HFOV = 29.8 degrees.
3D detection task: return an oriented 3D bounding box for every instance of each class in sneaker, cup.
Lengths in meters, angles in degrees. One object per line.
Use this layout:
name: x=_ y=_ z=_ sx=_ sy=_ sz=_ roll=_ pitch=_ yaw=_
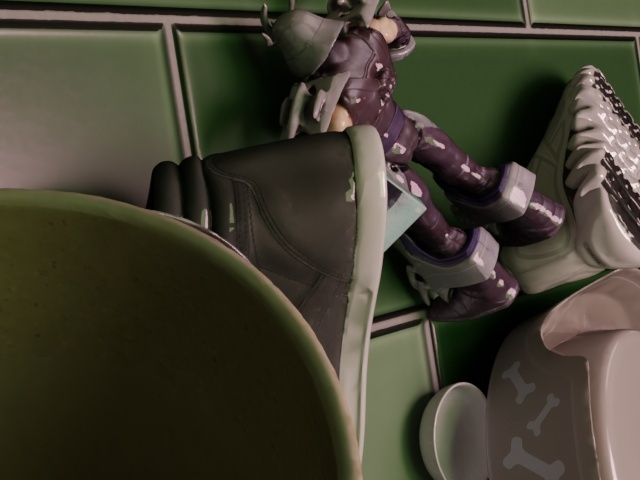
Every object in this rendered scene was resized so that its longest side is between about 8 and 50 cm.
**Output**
sneaker: x=-0.047 y=0.070 z=0.712 sx=0.104 sy=0.146 sz=0.296 roll=-104 pitch=-164 yaw=-62
sneaker: x=0.212 y=-0.056 z=1.022 sx=0.110 sy=0.118 sz=0.292 roll=50 pitch=29 yaw=-15
cup: x=-0.136 y=0.175 z=0.452 sx=0.331 sy=0.331 sz=0.237 roll=-56 pitch=149 yaw=-38

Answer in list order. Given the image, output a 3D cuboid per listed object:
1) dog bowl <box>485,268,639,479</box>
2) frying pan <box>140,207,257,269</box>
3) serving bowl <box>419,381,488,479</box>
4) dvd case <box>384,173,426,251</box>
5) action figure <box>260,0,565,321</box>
dog bowl: x=0.251 y=0.201 z=0.974 sx=0.348 sy=0.102 sz=0.349 roll=32 pitch=49 yaw=-46
frying pan: x=-0.061 y=0.086 z=0.630 sx=0.326 sy=0.053 sz=0.197 roll=18 pitch=107 yaw=-31
serving bowl: x=0.099 y=0.149 z=0.910 sx=0.083 sy=0.027 sz=0.083 roll=9 pitch=78 yaw=-49
dvd case: x=0.000 y=0.000 z=0.766 sx=0.087 sy=0.119 sz=0.013 roll=35 pitch=17 yaw=-40
action figure: x=0.049 y=-0.062 z=0.839 sx=0.285 sy=0.099 sz=0.185 roll=45 pitch=60 yaw=-31
